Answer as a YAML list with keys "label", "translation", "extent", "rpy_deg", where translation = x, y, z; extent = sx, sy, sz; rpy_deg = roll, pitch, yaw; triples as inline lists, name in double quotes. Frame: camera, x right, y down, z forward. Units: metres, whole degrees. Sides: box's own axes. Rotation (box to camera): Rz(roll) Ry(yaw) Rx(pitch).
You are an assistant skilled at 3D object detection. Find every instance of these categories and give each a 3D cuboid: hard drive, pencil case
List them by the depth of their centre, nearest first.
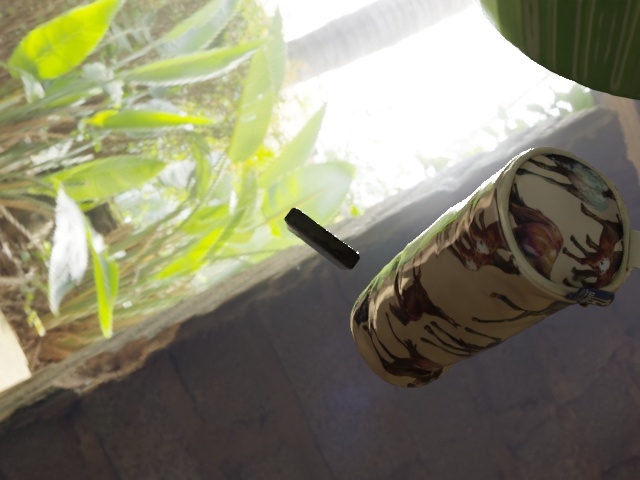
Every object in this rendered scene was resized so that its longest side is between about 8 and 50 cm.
- label: "pencil case"
  translation: [0.183, 0.058, 0.893]
  extent: [0.183, 0.160, 0.410]
  rpy_deg: [34, -31, -5]
- label: "hard drive"
  translation: [0.000, 0.000, 0.895]
  extent: [0.094, 0.022, 0.135]
  rpy_deg: [36, -3, 0]

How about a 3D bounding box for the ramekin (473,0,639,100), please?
- label: "ramekin"
  translation: [0.197, -0.218, 0.382]
  extent: [0.303, 0.303, 0.148]
  rpy_deg: [59, 1, 23]
